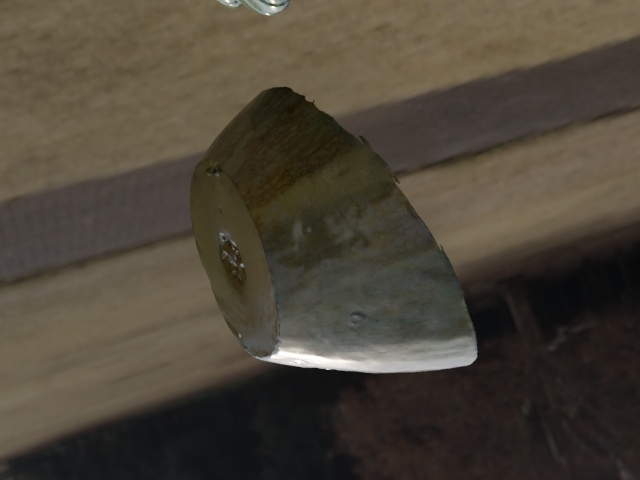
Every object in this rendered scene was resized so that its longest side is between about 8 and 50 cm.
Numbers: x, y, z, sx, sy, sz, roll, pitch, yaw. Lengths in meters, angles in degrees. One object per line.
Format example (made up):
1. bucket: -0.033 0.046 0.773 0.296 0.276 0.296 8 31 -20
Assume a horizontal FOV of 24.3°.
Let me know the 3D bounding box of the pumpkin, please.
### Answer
1. pumpkin: -0.011 0.014 0.935 0.110 0.217 0.217 -32 175 -12

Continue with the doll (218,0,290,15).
1. doll: -0.108 -0.274 1.012 0.216 0.268 0.284 -39 -162 -2
